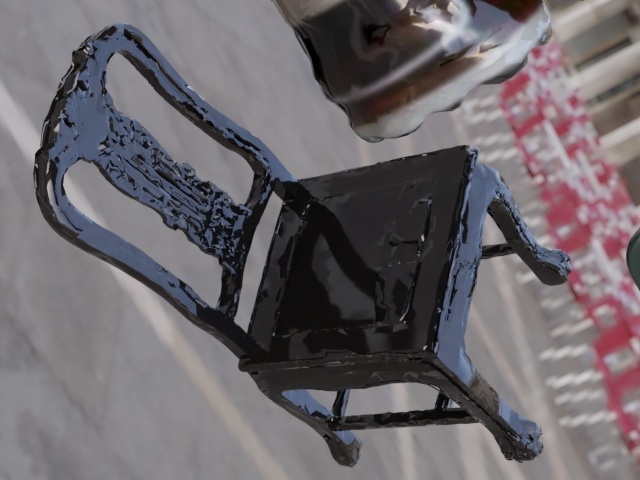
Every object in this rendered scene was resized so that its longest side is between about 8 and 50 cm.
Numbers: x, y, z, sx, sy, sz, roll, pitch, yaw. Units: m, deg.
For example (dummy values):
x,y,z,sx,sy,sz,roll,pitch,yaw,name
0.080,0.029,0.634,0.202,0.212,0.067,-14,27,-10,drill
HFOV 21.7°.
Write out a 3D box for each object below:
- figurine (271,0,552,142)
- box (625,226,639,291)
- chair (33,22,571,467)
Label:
x,y,z,sx,sy,sz,roll,pitch,yaw,name
0.088,-0.211,0.581,0.320,0.323,0.196,59,5,36,figurine
0.167,0.032,0.579,0.031,0.091,0.126,-38,99,-45,box
0.000,0.000,0.704,0.229,0.113,0.106,44,48,-41,chair
